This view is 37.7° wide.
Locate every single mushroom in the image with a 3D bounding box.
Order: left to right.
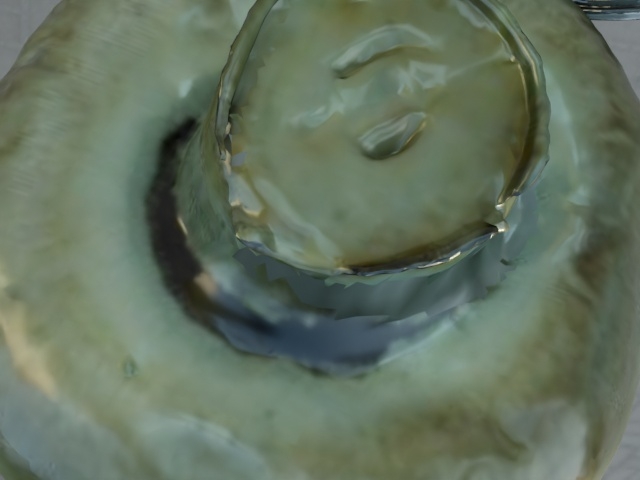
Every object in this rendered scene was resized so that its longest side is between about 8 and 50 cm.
[{"bbox_3d":[0.000,0.000,0.446,0.352,0.352,0.260,5,162,-8],"label":"mushroom"}]

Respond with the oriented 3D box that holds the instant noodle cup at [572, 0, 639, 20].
[{"bbox_3d":[0.213,-0.242,0.632,0.178,0.208,0.125,-36,130,-27],"label":"instant noodle cup"}]
